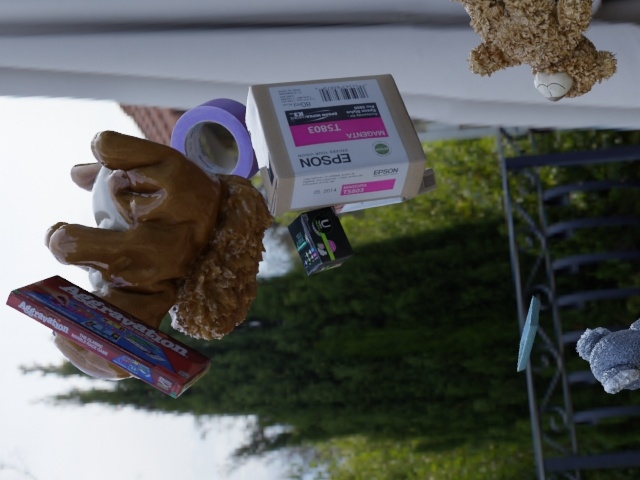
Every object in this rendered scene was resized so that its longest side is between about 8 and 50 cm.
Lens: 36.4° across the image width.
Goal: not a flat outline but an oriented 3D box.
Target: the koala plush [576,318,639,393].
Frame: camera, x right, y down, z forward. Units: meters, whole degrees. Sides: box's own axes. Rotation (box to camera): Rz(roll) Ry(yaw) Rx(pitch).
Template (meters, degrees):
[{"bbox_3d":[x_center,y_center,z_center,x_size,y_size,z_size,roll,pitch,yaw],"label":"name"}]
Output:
[{"bbox_3d":[0.612,0.211,1.848,0.196,0.221,0.203,-101,-4,-61],"label":"koala plush"}]

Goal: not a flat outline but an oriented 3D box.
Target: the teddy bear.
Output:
[{"bbox_3d":[0.337,-0.342,1.583,0.338,0.245,0.113,57,-146,-41],"label":"teddy bear"}]

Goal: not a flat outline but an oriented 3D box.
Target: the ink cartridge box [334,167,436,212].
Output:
[{"bbox_3d":[0.089,-0.083,1.660,0.145,0.179,0.045,-21,-77,-58],"label":"ink cartridge box"}]

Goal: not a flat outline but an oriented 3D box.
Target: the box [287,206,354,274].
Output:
[{"bbox_3d":[0.000,0.000,1.456,0.052,0.062,0.083,-43,66,54],"label":"box"}]

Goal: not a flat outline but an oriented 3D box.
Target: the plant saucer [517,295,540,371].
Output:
[{"bbox_3d":[0.397,0.181,1.857,0.192,0.018,0.067,86,-165,-57],"label":"plant saucer"}]

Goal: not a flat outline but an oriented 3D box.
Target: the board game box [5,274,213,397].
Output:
[{"bbox_3d":[-0.304,0.135,1.428,0.027,0.281,0.145,-64,-7,10],"label":"board game box"}]

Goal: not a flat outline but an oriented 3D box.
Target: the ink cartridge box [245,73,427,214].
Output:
[{"bbox_3d":[0.020,-0.150,1.472,0.088,0.235,0.193,102,155,-51],"label":"ink cartridge box"}]

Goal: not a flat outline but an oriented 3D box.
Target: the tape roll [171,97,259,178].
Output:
[{"bbox_3d":[-0.214,-0.200,2.053,0.080,0.189,0.189,-44,-48,-62],"label":"tape roll"}]

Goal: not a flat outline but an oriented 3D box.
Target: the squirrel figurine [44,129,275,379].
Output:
[{"bbox_3d":[-0.266,0.057,1.634,0.281,0.397,0.370,-14,66,60],"label":"squirrel figurine"}]
